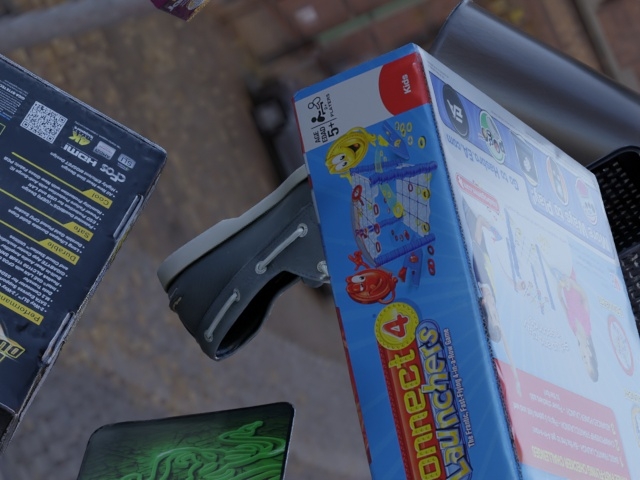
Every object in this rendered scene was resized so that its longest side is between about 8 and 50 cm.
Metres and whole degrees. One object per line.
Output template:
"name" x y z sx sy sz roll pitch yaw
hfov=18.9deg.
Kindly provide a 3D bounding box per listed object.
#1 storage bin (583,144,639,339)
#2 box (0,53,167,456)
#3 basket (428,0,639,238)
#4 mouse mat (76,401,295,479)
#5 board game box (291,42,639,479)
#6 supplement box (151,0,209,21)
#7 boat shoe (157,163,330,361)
"storage bin" 0.200 0.024 1.486 0.084 0.180 0.122 49 19 -31
"box" -0.302 -0.036 1.353 0.322 0.079 0.257 29 54 -5
"basket" 0.202 -0.086 1.741 0.204 0.226 0.154 -69 164 3
"mouse mat" -0.118 0.195 1.606 0.153 0.189 0.007 -80 159 -53
"board game box" 0.115 0.072 1.171 0.308 0.086 0.302 26 48 -59
"supplement box" -0.124 -0.231 1.701 0.043 0.055 0.083 51 11 11
"boat shoe" 0.000 0.000 1.615 0.116 0.319 0.099 2 62 -56
